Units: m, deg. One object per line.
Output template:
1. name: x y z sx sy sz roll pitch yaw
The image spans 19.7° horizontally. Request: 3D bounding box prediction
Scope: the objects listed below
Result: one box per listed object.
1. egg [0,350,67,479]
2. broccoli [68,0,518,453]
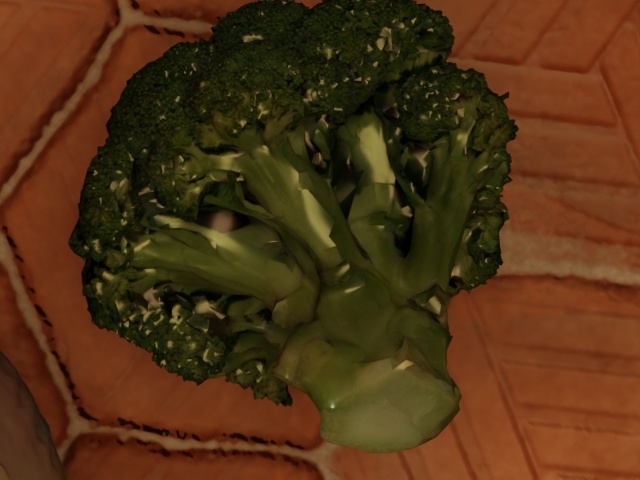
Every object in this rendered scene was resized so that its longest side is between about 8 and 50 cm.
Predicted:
1. egg: -0.288 0.169 0.916 0.354 0.340 0.355 0 91 -17
2. broccoli: 0.000 0.000 1.021 0.270 0.270 0.270 -18 50 -6
